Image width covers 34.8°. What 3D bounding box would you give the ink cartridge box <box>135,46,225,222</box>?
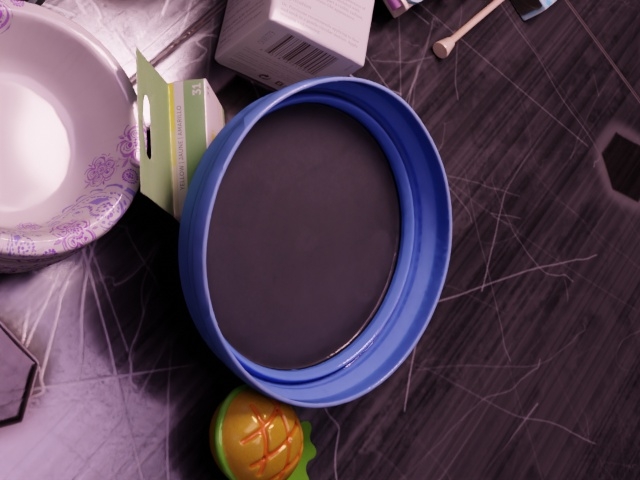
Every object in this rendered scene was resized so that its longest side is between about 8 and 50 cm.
[{"bbox_3d":[-0.156,-0.110,1.200,0.056,0.235,0.171,-5,78,4],"label":"ink cartridge box"}]

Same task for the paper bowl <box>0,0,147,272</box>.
[{"bbox_3d":[-0.345,-0.105,1.107,0.284,0.148,0.284,9,73,-32],"label":"paper bowl"}]

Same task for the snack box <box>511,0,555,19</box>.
[{"bbox_3d":[0.328,-0.557,1.741,0.187,0.060,0.322,-41,101,-34],"label":"snack box"}]

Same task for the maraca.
[{"bbox_3d":[-0.064,0.246,1.233,0.185,0.099,0.127,40,57,-42],"label":"maraca"}]

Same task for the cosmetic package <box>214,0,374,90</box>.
[{"bbox_3d":[-0.029,-0.316,1.377,0.151,0.151,0.184,22,66,-28],"label":"cosmetic package"}]

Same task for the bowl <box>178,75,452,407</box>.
[{"bbox_3d":[0.000,0.000,1.225,0.391,0.077,0.391,-8,102,-40],"label":"bowl"}]

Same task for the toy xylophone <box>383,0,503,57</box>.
[{"bbox_3d":[0.199,-0.438,1.595,0.236,0.081,0.323,48,63,-13],"label":"toy xylophone"}]

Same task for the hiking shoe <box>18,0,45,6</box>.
[{"bbox_3d":[-0.384,-0.413,1.156,0.132,0.113,0.304,-8,90,-48],"label":"hiking shoe"}]
